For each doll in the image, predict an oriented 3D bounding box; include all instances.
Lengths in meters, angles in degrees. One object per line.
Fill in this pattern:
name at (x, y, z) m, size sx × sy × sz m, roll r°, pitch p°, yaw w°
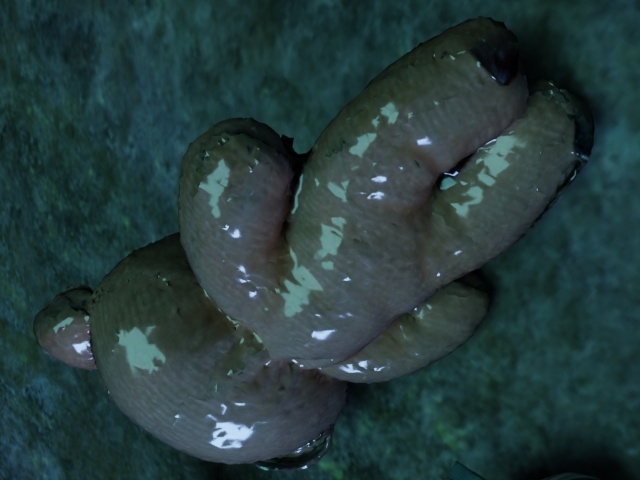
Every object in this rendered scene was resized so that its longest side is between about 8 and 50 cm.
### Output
doll at (0.000, 0.000, 0.404) m, size 0.201 × 0.156 × 0.303 m, roll 37°, pitch 111°, yaw -25°

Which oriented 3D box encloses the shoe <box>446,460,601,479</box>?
shoe at (0.140, 0.219, 0.396) m, size 0.106 × 0.091 × 0.207 m, roll -14°, pitch 102°, yaw 63°
